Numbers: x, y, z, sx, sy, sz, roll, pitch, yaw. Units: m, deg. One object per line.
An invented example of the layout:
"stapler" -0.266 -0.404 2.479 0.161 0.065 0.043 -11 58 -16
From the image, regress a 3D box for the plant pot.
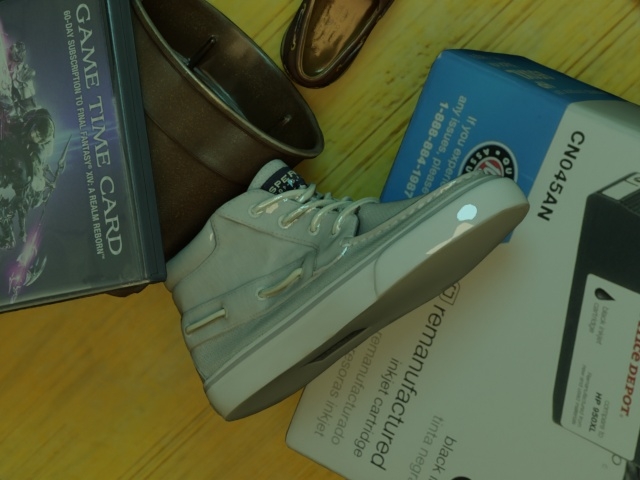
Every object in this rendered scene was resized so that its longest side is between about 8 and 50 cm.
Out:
"plant pot" -0.114 -0.062 1.147 0.167 0.167 0.165 43 108 -9

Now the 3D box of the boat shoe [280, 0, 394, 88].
"boat shoe" 0.029 -0.180 1.162 0.064 0.060 0.178 27 102 -6

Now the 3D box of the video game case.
"video game case" -0.224 -0.049 1.117 0.274 0.026 0.196 -11 85 32

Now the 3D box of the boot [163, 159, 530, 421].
"boot" 0.000 0.000 1.049 0.258 0.095 0.123 -36 74 31

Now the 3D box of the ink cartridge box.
"ink cartridge box" 0.219 0.083 1.095 0.395 0.166 0.285 26 103 21
